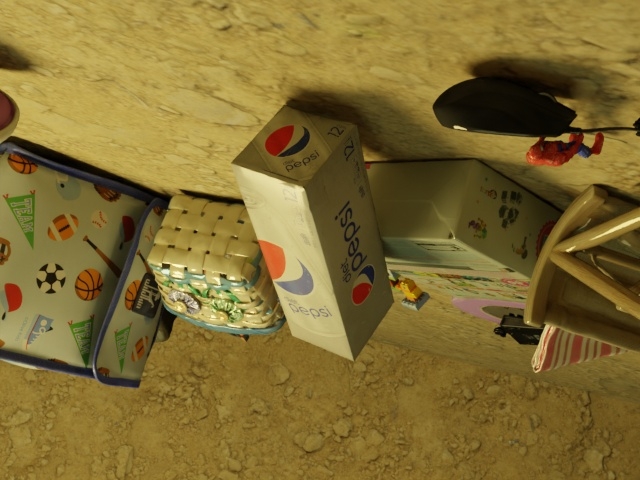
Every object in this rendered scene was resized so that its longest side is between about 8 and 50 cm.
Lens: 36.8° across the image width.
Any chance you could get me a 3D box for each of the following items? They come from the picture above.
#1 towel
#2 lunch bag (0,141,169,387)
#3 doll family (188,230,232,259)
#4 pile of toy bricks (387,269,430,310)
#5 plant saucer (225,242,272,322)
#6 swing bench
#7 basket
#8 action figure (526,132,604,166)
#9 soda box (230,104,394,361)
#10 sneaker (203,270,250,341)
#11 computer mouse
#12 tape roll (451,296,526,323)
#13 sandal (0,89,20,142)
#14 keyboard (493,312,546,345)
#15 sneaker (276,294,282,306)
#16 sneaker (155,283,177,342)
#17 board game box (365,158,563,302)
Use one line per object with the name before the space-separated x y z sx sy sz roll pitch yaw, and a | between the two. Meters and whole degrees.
towel | 0.351 0.089 1.158 0.197 0.144 0.029 -6 -144 -29
lunch bag | -0.408 0.052 1.561 0.385 0.328 0.238 23 170 -40
doll family | -0.274 0.007 1.818 0.262 0.119 0.163 -9 157 16
pile of toy bricks | 0.087 0.029 1.469 0.212 0.118 0.105 15 142 49
plant saucer | -0.129 0.078 1.824 0.045 0.188 0.188 41 176 17
swing bench | 0.390 0.047 0.972 0.253 0.165 0.254 16 175 -20
basket | -0.144 0.055 1.575 0.254 0.201 0.289 9 161 23
action figure | 0.198 -0.077 0.794 0.038 0.030 0.115 11 -162 33
soda box | 0.000 0.000 1.019 0.091 0.098 0.286 20 147 29
sneaker | -0.103 0.129 1.984 0.321 0.180 0.124 16 170 -12
computer mouse | 0.209 -0.100 0.748 0.241 0.041 0.071 5 -167 5
tape roll | 0.333 0.076 1.394 0.274 0.090 0.275 13 171 2
sandal | -0.509 -0.192 0.960 0.416 0.169 0.102 17 129 -17
keyboard | 0.307 0.134 1.429 0.108 0.023 0.180 2 166 22
sneaker | 0.001 0.023 1.412 0.087 0.083 0.221 34 124 -17
sneaker | -0.301 0.088 1.946 0.130 0.286 0.109 -6 131 -1
board game box | 0.173 -0.001 1.159 0.224 0.098 0.303 4 165 46
